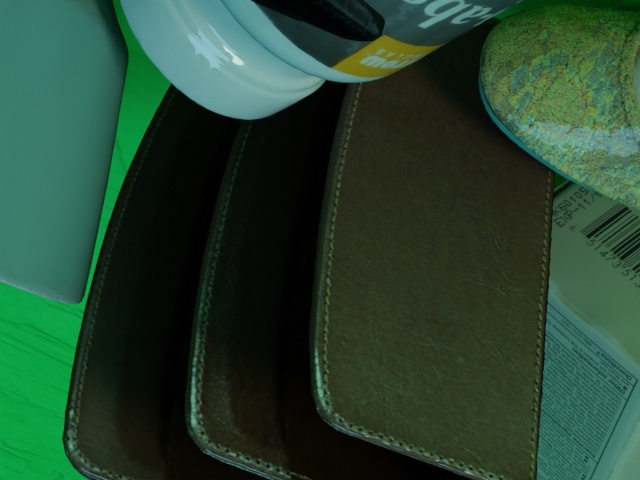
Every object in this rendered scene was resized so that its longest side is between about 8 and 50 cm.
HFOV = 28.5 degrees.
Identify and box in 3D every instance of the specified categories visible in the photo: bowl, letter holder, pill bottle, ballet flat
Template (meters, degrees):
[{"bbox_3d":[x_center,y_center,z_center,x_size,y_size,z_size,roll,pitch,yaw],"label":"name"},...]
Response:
[{"bbox_3d":[-0.227,-0.108,0.678,0.311,0.163,0.311,30,177,2],"label":"bowl"},{"bbox_3d":[0.000,0.000,0.705,0.214,0.302,0.152,23,142,-15],"label":"letter holder"},{"bbox_3d":[0.037,-0.170,0.588,0.162,0.162,0.278,36,137,-29],"label":"pill bottle"},{"bbox_3d":[0.255,-0.057,0.714,0.348,0.123,0.123,23,142,-23],"label":"ballet flat"}]

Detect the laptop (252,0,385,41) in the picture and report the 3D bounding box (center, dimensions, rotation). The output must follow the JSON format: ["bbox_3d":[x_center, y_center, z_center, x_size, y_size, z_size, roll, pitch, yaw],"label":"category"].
[{"bbox_3d":[-0.164,-0.296,0.432,0.382,0.236,0.408,30,-177,33],"label":"laptop"}]

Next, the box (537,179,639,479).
[{"bbox_3d":[0.187,0.103,0.899,0.148,0.121,0.311,44,153,24],"label":"box"}]
